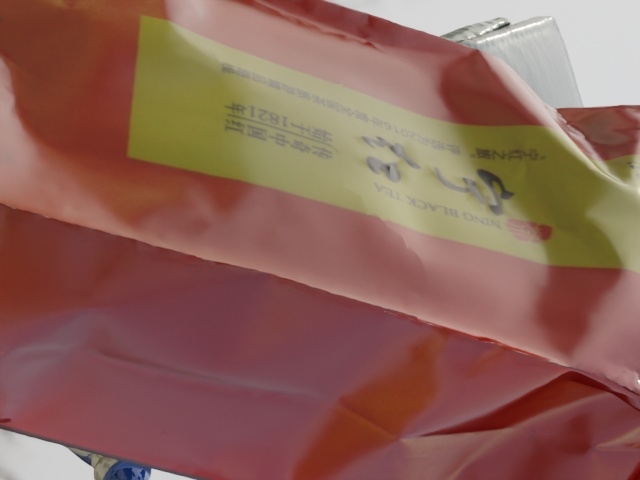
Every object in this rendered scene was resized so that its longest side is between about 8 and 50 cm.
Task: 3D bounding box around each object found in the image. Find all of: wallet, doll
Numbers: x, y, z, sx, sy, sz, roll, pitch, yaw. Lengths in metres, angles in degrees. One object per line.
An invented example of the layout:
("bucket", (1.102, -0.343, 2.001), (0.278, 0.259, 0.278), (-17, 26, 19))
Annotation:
("wallet", (0.204, -0.031, 1.829), (0.083, 0.360, 0.252), (-14, -172, 34))
("doll", (-0.181, 0.176, 1.671), (0.057, 0.099, 0.143), (-60, -139, 21))

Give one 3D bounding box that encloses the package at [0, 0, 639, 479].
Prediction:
("package", (-0.001, -0.001, 0.770), (0.196, 0.424, 0.123), (-93, -155, -43))
